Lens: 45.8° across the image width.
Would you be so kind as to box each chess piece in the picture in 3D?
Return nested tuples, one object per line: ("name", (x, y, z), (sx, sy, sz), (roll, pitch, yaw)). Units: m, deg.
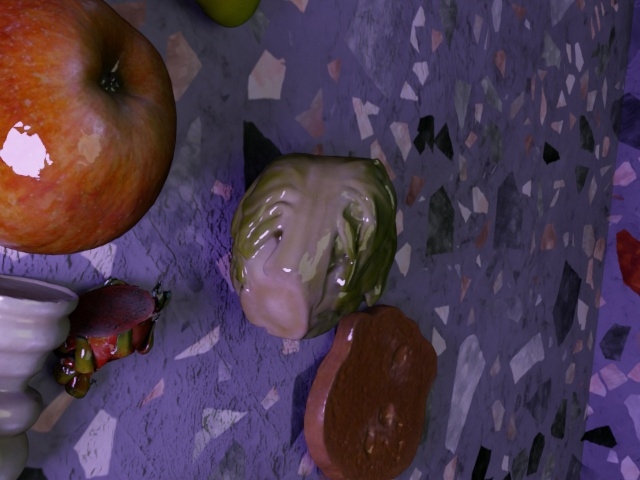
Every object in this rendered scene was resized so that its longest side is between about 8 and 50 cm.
("chess piece", (-0.379, 0.175, 0.887), (0.144, 0.144, 0.252), (9, 94, -50))

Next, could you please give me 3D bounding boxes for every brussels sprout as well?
("brussels sprout", (0.000, 0.000, 1.225), (0.328, 0.247, 0.328), (-6, 97, -52))

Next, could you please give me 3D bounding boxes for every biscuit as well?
("biscuit", (0.105, 0.316, 1.538), (0.385, 0.062, 0.365), (37, 66, -47))

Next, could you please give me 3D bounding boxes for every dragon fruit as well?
("dragon fruit", (-0.292, 0.121, 1.000), (0.142, 0.138, 0.175), (24, 110, -12))

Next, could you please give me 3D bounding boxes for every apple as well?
("apple", (-0.287, -0.139, 0.847), (0.277, 0.250, 0.310), (-19, 108, -47))

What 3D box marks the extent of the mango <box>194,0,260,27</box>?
("mango", (-0.168, -0.414, 1.035), (0.293, 0.142, 0.175), (42, 66, -56))
